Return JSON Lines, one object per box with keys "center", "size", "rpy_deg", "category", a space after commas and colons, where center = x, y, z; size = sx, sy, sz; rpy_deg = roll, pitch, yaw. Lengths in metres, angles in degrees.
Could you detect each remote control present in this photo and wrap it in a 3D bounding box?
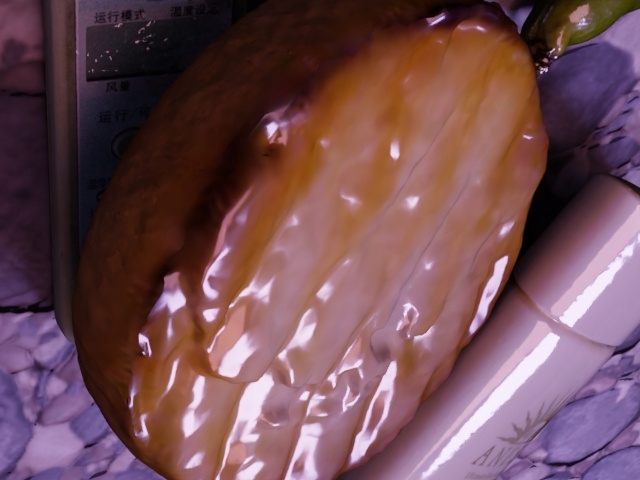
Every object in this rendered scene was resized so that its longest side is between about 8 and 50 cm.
{"center": [-0.090, -0.044, 0.602], "size": [0.098, 0.038, 0.234], "rpy_deg": [-11, 128, -24], "category": "remote control"}

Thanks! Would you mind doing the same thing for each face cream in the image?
{"center": [0.111, 0.108, 0.790], "size": [0.348, 0.081, 0.173], "rpy_deg": [-51, 156, 13], "category": "face cream"}

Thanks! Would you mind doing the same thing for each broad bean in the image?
{"center": [0.223, -0.163, 0.681], "size": [0.256, 0.053, 0.052], "rpy_deg": [-23, 160, -13], "category": "broad bean"}

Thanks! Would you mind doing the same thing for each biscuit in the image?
{"center": [0.000, 0.000, 0.612], "size": [0.296, 0.102, 0.296], "rpy_deg": [-30, 137, -33], "category": "biscuit"}
